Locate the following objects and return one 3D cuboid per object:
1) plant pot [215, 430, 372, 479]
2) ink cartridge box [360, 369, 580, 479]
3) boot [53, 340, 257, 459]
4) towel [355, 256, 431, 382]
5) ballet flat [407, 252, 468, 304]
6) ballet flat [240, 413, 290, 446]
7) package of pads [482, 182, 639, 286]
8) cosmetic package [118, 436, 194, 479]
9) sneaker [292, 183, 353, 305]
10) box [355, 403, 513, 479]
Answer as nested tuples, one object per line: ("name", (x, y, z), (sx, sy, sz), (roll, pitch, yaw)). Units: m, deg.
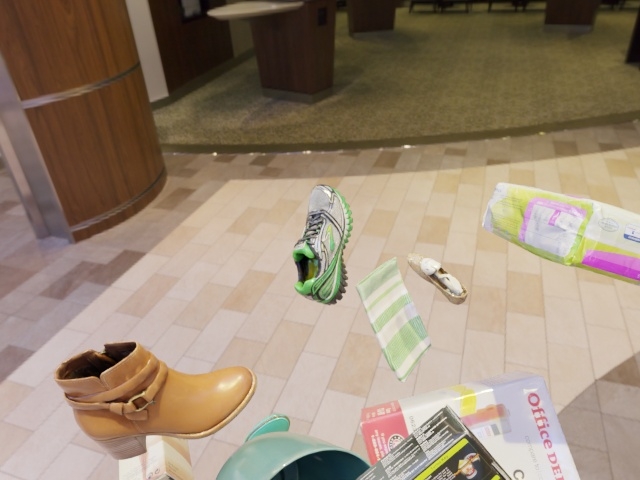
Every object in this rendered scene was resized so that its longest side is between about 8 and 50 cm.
("plant pot", (-0.064, 0.483, 0.853), (0.293, 0.293, 0.235), (-24, 9, -29))
("ink cartridge box", (0.302, 0.454, 0.992), (0.385, 0.160, 0.279), (-16, 77, 2))
("boot", (-0.258, 0.229, 0.782), (0.284, 0.220, 0.109), (-17, 37, -9))
("towel", (0.234, 0.238, 1.471), (0.038, 0.324, 0.248), (-17, 8, 39))
("ballet flat", (0.342, 0.099, 1.371), (0.206, 0.067, 0.073), (39, 63, 6))
("ballet flat", (-0.169, 0.525, 1.204), (0.247, 0.083, 0.087), (-54, 14, -2))
("package of pads", (0.422, -0.010, 0.771), (0.229, 0.101, 0.296), (15, 10, -8))
("cosmetic package", (-0.434, 0.547, 1.255), (0.129, 0.153, 0.296), (-31, 38, -5))
("sneaker", (0.000, 0.000, 1.324), (0.134, 0.343, 0.146), (-15, -24, 40))
("box", (0.092, 0.265, 0.411), (0.191, 0.184, 0.045), (-41, 17, 1))
